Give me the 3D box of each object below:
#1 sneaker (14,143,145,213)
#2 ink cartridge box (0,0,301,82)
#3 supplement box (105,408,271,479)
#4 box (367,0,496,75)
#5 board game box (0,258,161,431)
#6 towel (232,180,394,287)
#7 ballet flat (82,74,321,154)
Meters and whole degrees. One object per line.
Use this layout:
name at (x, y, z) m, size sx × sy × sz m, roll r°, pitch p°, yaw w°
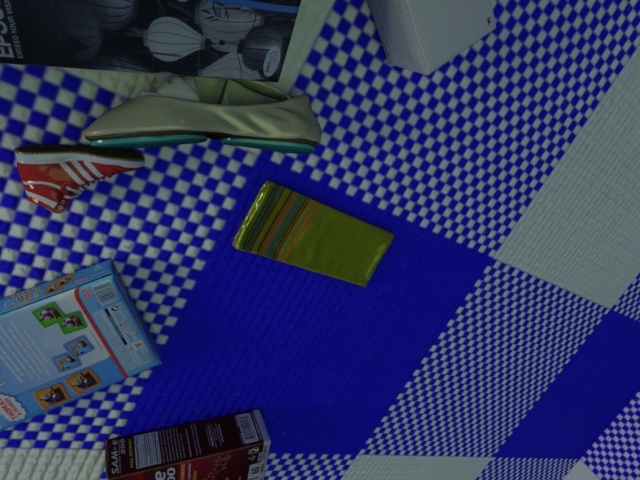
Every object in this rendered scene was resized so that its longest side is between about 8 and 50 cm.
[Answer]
sneaker at (-0.245, -0.063, 0.480) m, size 0.118 × 0.042 × 0.067 m, roll -1°, pitch 115°, yaw -17°
ink cartridge box at (-0.176, -0.220, 0.370) m, size 0.332 × 0.065 × 0.165 m, roll -4°, pitch 148°, yaw -23°
supplement box at (-0.208, 0.360, 0.730) m, size 0.239 × 0.073 × 0.130 m, roll -3°, pitch 120°, yaw -24°
box at (0.122, -0.262, 0.519) m, size 0.101 × 0.087 × 0.102 m, roll -35°, pitch 128°, yaw -4°
board game box at (-0.326, 0.130, 0.556) m, size 0.211 × 0.039 × 0.160 m, roll -22°, pitch 125°, yaw -15°
towel at (0.000, 0.000, 0.655) m, size 0.237 × 0.021 × 0.102 m, roll 20°, pitch 109°, yaw -34°
ballet flat at (-0.116, -0.136, 0.490) m, size 0.248 × 0.086 × 0.086 m, roll -3°, pitch 119°, yaw -27°
